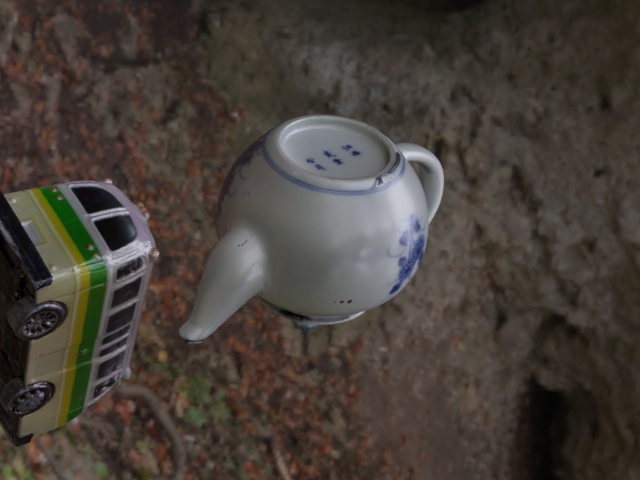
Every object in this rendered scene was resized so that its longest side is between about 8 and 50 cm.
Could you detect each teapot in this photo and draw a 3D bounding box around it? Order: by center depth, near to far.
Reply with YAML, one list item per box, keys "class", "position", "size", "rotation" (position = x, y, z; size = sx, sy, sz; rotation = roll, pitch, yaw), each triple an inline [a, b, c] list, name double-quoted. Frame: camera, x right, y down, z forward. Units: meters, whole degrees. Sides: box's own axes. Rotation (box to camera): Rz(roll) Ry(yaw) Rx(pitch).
- class: "teapot"
  position: [0.000, 0.000, 1.398]
  size: [0.424, 0.252, 0.280]
  rotation: [-26, 139, -38]

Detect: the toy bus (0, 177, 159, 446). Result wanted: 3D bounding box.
- class: "toy bus"
  position: [-0.293, 0.077, 1.295]
  size: [0.179, 0.143, 0.305]
  rotation: [-18, 146, -33]
